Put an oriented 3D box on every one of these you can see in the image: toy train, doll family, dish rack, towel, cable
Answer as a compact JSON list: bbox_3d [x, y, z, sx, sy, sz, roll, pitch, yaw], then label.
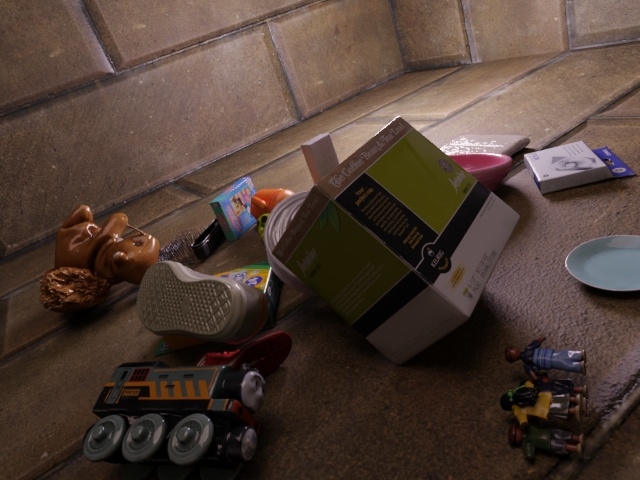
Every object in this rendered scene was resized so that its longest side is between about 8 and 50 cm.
[{"bbox_3d":[-0.249,0.299,0.797,0.334,0.142,0.190,-9,44,22],"label":"toy train"},{"bbox_3d":[0.314,0.217,0.669,0.111,0.076,0.193,-7,23,37],"label":"doll family"},{"bbox_3d":[-0.488,0.017,1.683,0.271,0.074,0.208,-11,25,20],"label":"dish rack"},{"bbox_3d":[0.538,-0.307,1.601,0.187,0.049,0.282,-34,29,-25],"label":"towel"},{"bbox_3d":[0.000,0.000,1.062,0.257,0.089,0.257,11,60,-4],"label":"cable"}]

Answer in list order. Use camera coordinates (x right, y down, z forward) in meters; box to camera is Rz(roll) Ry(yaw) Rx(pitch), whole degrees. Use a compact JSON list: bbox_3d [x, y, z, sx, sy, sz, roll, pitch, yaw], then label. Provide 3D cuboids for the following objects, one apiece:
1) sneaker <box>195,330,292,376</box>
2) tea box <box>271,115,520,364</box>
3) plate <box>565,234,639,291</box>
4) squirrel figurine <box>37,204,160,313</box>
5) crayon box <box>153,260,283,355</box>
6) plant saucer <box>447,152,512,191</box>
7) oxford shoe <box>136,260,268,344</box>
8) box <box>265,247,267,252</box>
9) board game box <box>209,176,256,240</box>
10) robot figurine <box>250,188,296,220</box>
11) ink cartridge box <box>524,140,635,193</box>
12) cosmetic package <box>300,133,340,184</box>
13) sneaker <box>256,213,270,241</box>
[{"bbox_3d":[-0.175,0.240,0.971,0.221,0.087,0.128,-29,27,-21],"label":"sneaker"},{"bbox_3d":[0.149,-0.013,0.895,0.329,0.323,0.220,-43,-6,-43],"label":"tea box"},{"bbox_3d":[0.567,0.046,0.878,0.188,0.024,0.188,-17,26,8],"label":"plate"},{"bbox_3d":[-0.710,0.100,1.533,0.370,0.281,0.397,12,53,33],"label":"squirrel figurine"},{"bbox_3d":[-0.268,0.167,1.194,0.323,0.083,0.203,-16,25,10],"label":"crayon box"},{"bbox_3d":[0.384,-0.189,1.369,0.332,0.084,0.332,-7,17,2],"label":"plant saucer"},{"bbox_3d":[-0.278,0.141,1.042,0.449,0.169,0.130,3,-11,44],"label":"oxford shoe"},{"bbox_3d":[-0.020,0.053,1.227,0.113,0.094,0.275,-34,28,-27],"label":"box"},{"bbox_3d":[-0.300,-0.119,1.714,0.047,0.160,0.210,-6,28,30],"label":"board game box"},{"bbox_3d":[-0.160,-0.118,1.646,0.219,0.158,0.128,5,52,43],"label":"robot figurine"},{"bbox_3d":[0.698,-0.212,1.283,0.224,0.045,0.223,-12,26,17],"label":"ink cartridge box"},{"bbox_3d":[0.019,-0.241,1.628,0.099,0.239,0.060,-34,27,-28],"label":"cosmetic package"},{"bbox_3d":[-0.077,-0.048,1.500,0.295,0.109,0.123,-6,5,32],"label":"sneaker"}]
